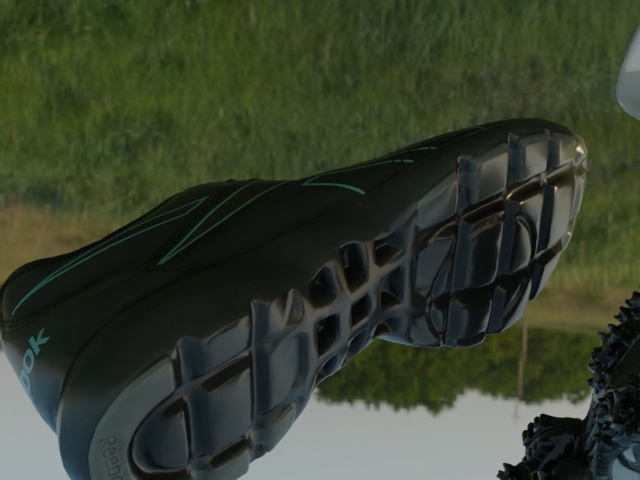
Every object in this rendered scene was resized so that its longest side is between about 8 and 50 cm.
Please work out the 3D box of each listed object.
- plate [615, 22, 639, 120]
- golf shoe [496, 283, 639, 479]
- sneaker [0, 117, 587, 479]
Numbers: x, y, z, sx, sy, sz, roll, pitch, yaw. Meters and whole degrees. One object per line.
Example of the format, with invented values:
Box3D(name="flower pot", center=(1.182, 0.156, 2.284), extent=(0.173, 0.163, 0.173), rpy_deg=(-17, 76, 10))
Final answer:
Box3D(name="plate", center=(0.295, -0.127, 0.407), extent=(0.278, 0.277, 0.045), rpy_deg=(29, -172, 31))
Box3D(name="golf shoe", center=(0.156, 0.085, 0.467), extent=(0.094, 0.077, 0.198), rpy_deg=(23, 132, -6))
Box3D(name="sneaker", center=(0.000, 0.000, 0.427), extent=(0.267, 0.101, 0.106), rpy_deg=(-22, -141, -33))
